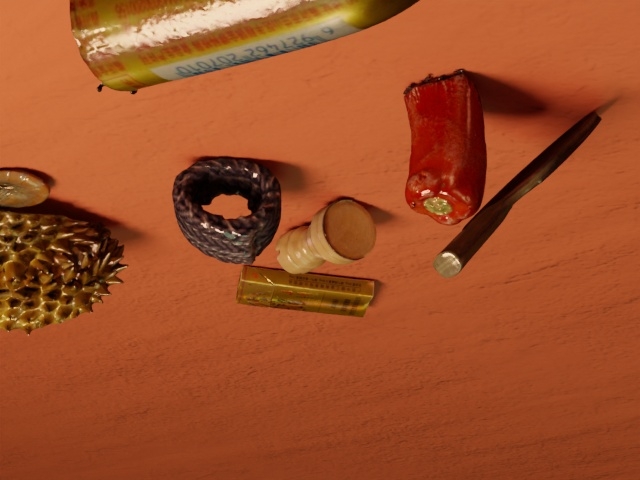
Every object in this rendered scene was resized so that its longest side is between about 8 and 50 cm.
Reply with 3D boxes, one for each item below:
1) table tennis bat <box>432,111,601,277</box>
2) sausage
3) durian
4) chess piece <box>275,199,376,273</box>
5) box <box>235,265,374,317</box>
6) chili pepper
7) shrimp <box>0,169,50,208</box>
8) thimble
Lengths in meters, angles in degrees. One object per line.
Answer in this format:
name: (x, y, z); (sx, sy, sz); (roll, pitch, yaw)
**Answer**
table tennis bat: (0.163, -0.036, 1.345); (0.022, 0.246, 0.138); (48, 134, 0)
sausage: (-0.029, -0.194, 1.104); (0.317, 0.117, 0.125); (-11, 131, 29)
durian: (-0.336, 0.010, 1.703); (0.252, 0.139, 0.144); (-6, 119, 10)
chess piece: (0.000, 0.000, 1.657); (0.066, 0.066, 0.122); (16, 161, -27)
box: (-0.019, 0.061, 1.858); (0.156, 0.022, 0.089); (7, 158, -6)
chili pepper: (0.106, -0.075, 1.354); (0.073, 0.123, 0.070); (0, 159, 7)
shrimp: (-0.326, -0.053, 1.638); (0.108, 0.023, 0.059); (-9, 145, 31)
thimble: (-0.089, -0.034, 1.548); (0.104, 0.095, 0.066); (36, 156, 20)
